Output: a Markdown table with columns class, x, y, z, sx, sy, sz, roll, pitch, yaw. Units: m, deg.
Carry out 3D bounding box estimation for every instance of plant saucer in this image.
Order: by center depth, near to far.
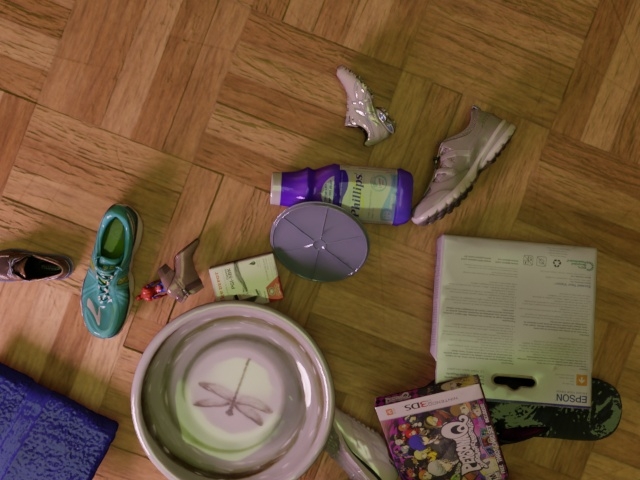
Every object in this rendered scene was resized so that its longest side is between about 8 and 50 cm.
| class | x | y | z | sx | sy | sz | roll | pitch | yaw |
| --- | --- | --- | --- | --- | --- | --- | --- | --- | --- |
| plant saucer | -0.171 | 0.312 | 1.705 | 0.400 | 0.100 | 0.400 | 0 | 94 | -1 |

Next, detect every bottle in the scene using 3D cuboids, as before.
| class | x | y | z | sx | sy | sz | roll | pitch | yaw |
| --- | --- | --- | --- | --- | --- | --- | --- | --- | --- |
| bottle | 0.041 | -0.095 | 1.710 | 0.283 | 0.092 | 0.118 | 5 | 95 | -4 |

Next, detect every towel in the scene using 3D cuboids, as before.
| class | x | y | z | sx | sy | sz | roll | pitch | yaw |
| --- | --- | --- | --- | --- | --- | --- | --- | --- | --- |
| towel | -0.581 | 0.394 | 1.675 | 0.308 | 0.076 | 0.228 | 28 | 73 | -6 |

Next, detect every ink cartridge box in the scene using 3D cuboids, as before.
| class | x | y | z | sx | sy | sz | roll | pitch | yaw |
| --- | --- | --- | --- | --- | --- | --- | --- | --- | --- |
| ink cartridge box | -0.150 | 0.086 | 1.724 | 0.135 | 0.056 | 0.099 | -15 | 94 | -3 |
| ink cartridge box | 0.390 | 0.163 | 1.731 | 0.324 | 0.071 | 0.330 | 6 | 83 | -3 |

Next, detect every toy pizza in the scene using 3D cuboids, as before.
| class | x | y | z | sx | sy | sz | roll | pitch | yaw |
| --- | --- | --- | --- | --- | --- | --- | --- | --- | --- |
| toy pizza | 0.000 | 0.000 | 1.701 | 0.201 | 0.032 | 0.201 | 5 | 128 | 7 |

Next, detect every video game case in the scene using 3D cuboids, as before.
| class | x | y | z | sx | sy | sz | roll | pitch | yaw |
| --- | --- | --- | --- | --- | --- | --- | --- | --- | --- |
| video game case | 0.240 | 0.390 | 1.677 | 0.210 | 0.042 | 0.232 | -15 | 110 | 12 |

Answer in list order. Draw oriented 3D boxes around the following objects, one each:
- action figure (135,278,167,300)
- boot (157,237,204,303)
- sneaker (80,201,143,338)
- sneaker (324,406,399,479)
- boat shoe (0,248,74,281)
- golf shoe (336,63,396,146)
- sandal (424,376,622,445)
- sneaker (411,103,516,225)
| class | x | y | z | sx | sy | sz | roll | pitch | yaw |
| --- | --- | --- | --- | --- | --- | --- | --- | --- | --- |
| action figure | -0.320 | 0.095 | 1.728 | 0.115 | 0.030 | 0.038 | -24 | 89 | -9 |
| boot | -0.264 | 0.064 | 1.706 | 0.118 | 0.042 | 0.087 | -42 | 93 | -8 |
| sneaker | -0.421 | 0.060 | 1.681 | 0.107 | 0.110 | 0.275 | 8 | 93 | -4 |
| sneaker | 0.067 | 0.408 | 1.745 | 0.095 | 0.090 | 0.235 | -36 | 85 | -31 |
| boat shoe | -0.588 | 0.049 | 1.691 | 0.183 | 0.066 | 0.066 | -3 | 92 | -3 |
| golf shoe | 0.074 | -0.270 | 1.721 | 0.086 | 0.069 | 0.176 | -37 | 93 | 5 |
| sandal | 0.403 | 0.344 | 1.743 | 0.445 | 0.107 | 0.168 | -3 | 92 | -3 |
| sneaker | 0.269 | -0.150 | 1.734 | 0.115 | 0.105 | 0.281 | 40 | 84 | 12 |
